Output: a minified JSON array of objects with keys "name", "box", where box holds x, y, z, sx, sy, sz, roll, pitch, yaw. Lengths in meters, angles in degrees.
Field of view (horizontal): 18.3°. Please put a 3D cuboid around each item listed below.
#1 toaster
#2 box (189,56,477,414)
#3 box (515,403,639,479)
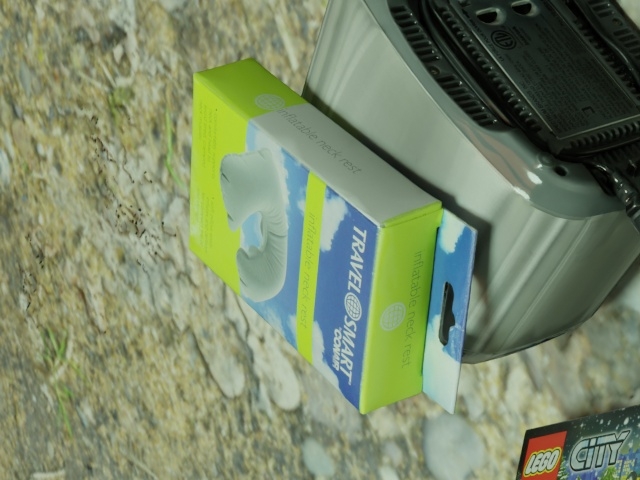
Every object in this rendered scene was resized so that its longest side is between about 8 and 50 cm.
[{"name":"toaster","box":[0.083,-0.044,0.948,0.227,0.129,0.146,54,143,24]},{"name":"box","box":[0.000,0.000,0.939,0.178,0.042,0.109,41,138,42]},{"name":"box","box":[0.166,0.150,0.899,0.233,0.044,0.159,-22,48,54]}]
